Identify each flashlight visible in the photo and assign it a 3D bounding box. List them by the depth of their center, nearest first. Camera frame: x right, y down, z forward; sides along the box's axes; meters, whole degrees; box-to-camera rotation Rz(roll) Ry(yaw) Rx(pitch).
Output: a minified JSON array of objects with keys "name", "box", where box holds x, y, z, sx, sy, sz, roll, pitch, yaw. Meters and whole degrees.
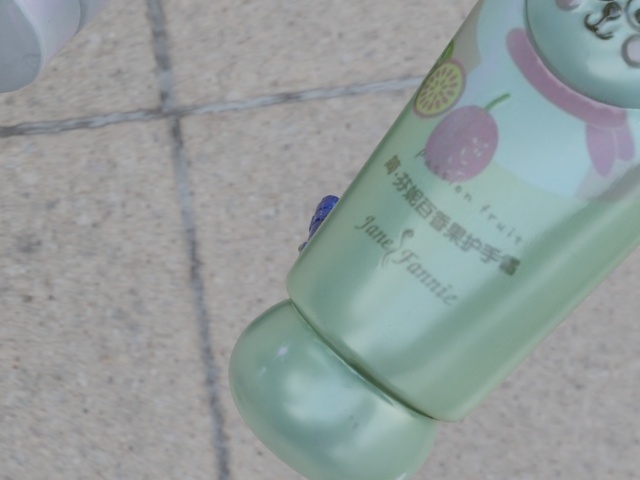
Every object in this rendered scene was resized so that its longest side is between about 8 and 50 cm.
[{"name":"flashlight","box":[0.000,0.000,1.385,0.035,0.121,0.057,-21,118,19]}]

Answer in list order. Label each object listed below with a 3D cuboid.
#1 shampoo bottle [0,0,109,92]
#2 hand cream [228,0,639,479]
[{"name":"shampoo bottle","box":[-0.274,-0.279,1.280,0.273,0.273,0.266,34,64,-22]},{"name":"hand cream","box":[0.084,-0.030,0.644,0.147,0.093,0.306,42,98,23]}]
